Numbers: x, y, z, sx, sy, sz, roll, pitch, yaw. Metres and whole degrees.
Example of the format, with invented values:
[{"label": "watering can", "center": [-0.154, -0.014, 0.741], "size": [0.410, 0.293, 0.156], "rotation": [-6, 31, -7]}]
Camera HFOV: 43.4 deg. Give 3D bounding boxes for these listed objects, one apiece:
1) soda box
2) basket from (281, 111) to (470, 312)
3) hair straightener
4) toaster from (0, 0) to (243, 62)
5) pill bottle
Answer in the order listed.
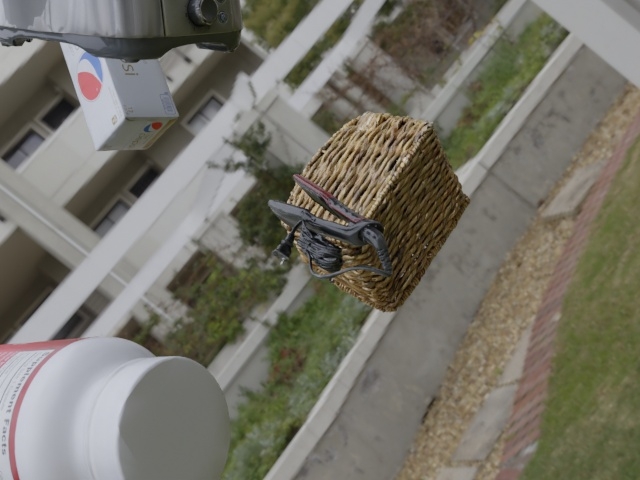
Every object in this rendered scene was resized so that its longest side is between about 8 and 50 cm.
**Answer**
[{"label": "soda box", "center": [-0.229, -0.207, 0.866], "size": [0.069, 0.216, 0.074], "rotation": [-8, -18, -44]}, {"label": "basket", "center": [0.092, -0.055, 1.462], "size": [0.213, 0.223, 0.299], "rotation": [15, 62, 41]}, {"label": "hair straightener", "center": [0.000, 0.000, 0.786], "size": [0.089, 0.047, 0.230], "rotation": [-45, 32, -5]}, {"label": "toaster", "center": [-0.159, -0.213, 0.582], "size": [0.129, 0.227, 0.146], "rotation": [-20, -63, -47]}, {"label": "pill bottle", "center": [-0.320, 0.236, 0.986], "size": [0.408, 0.229, 0.229], "rotation": [-8, 30, 34]}]
